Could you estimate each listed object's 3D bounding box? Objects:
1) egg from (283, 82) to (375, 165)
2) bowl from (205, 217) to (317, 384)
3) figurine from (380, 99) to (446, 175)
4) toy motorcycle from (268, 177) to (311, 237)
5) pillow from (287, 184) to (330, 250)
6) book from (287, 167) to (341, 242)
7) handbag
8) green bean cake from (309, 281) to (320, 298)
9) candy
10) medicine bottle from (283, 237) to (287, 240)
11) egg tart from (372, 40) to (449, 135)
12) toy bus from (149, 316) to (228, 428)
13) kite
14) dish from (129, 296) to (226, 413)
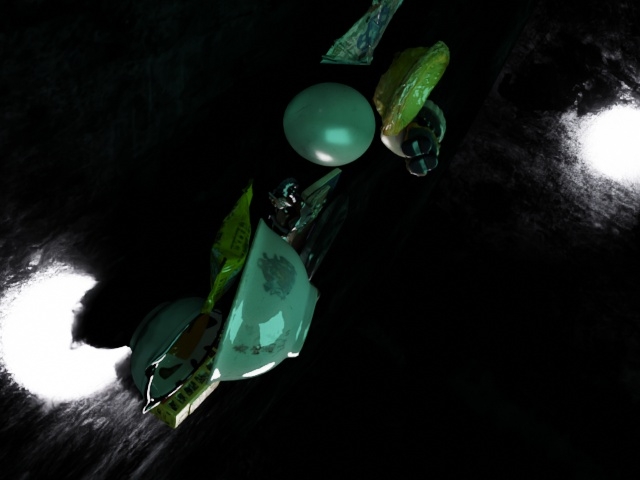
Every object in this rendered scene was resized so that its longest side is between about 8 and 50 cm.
[{"bbox_3d":[0.018,-0.255,1.608,0.183,0.183,0.264,-59,159,21],"label":"egg"},{"bbox_3d":[-0.125,0.176,1.818,0.435,0.195,0.435,-162,-90,-85],"label":"bowl"},{"bbox_3d":[0.315,-0.325,2.267,0.204,0.185,0.332,-25,-154,-1],"label":"figurine"},{"bbox_3d":[-0.087,-0.076,1.905,0.118,0.084,0.212,-39,150,-9],"label":"toy motorcycle"},{"bbox_3d":[-0.041,-0.055,2.097,0.126,0.043,0.233,-43,163,-47],"label":"pillow"},{"bbox_3d":[-0.033,-0.081,2.202,0.191,0.025,0.269,-39,160,-45],"label":"book"},{"bbox_3d":[0.001,-0.002,2.186,0.192,0.074,0.332,-61,-177,46],"label":"handbag"},{"bbox_3d":[-0.117,0.272,2.639,0.232,0.097,0.199,-41,163,-43],"label":"green bean cake"},{"bbox_3d":[-0.198,0.015,1.633,0.187,0.081,0.297,111,-2,-48],"label":"candy"},{"bbox_3d":[-0.135,0.011,2.026,0.089,0.052,0.052,-51,166,-9],"label":"medicine bottle"},{"bbox_3d":[0.241,-0.438,2.057,0.315,0.120,0.315,-50,168,-15],"label":"egg tart"},{"bbox_3d":[-0.338,0.368,2.068,0.335,0.123,0.121,-45,164,-33],"label":"toy bus"},{"bbox_3d":[0.123,-0.520,1.674,0.406,0.014,0.368,-49,165,-18],"label":"kite"},{"bbox_3d":[-0.352,0.235,1.696,0.303,0.120,0.303,-50,164,-20],"label":"dish"}]
